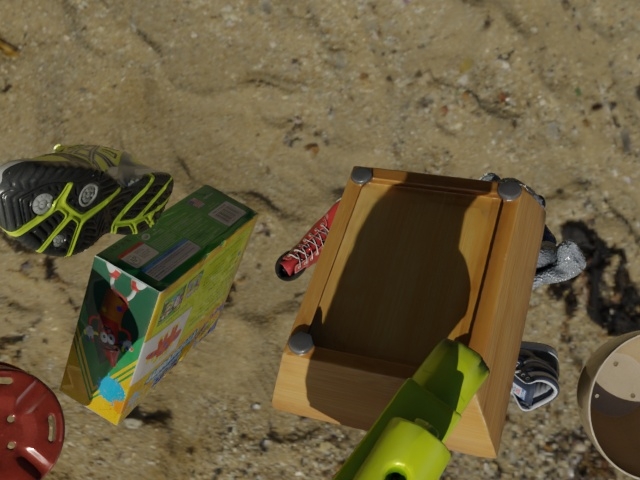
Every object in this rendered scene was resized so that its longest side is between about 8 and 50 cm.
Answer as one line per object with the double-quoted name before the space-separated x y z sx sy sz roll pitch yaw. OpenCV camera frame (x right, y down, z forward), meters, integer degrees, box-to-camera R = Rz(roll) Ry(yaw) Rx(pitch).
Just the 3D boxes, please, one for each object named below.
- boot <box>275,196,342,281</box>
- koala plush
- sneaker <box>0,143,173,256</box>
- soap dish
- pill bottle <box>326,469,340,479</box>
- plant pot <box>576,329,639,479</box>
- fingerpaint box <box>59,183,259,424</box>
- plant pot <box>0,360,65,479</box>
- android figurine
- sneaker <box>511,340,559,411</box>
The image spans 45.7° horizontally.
"boot" 0.000 0.000 1.664 0.088 0.244 0.176 49 41 5
"koala plush" 0.391 -0.027 1.531 0.203 0.196 0.221 -21 112 -3
"sneaker" -0.377 -0.074 1.144 0.147 0.384 0.145 30 100 13
"soap dish" 0.095 0.055 0.784 0.118 0.229 0.291 72 33 -52
"pill bottle" 0.139 0.651 1.988 0.323 0.181 0.181 -34 101 -6
"plant pot" 0.623 0.305 1.495 0.284 0.191 0.284 0 91 -5
"fingerpaint box" -0.350 0.125 1.687 0.163 0.371 0.445 29 30 9
"plant pot" -0.555 0.323 1.267 0.272 0.265 0.272 8 73 -28
"android figurine" 0.020 0.195 0.516 0.056 0.248 0.273 34 65 13
"sneaker" 0.399 0.299 1.711 0.153 0.282 0.099 -76 166 -57
